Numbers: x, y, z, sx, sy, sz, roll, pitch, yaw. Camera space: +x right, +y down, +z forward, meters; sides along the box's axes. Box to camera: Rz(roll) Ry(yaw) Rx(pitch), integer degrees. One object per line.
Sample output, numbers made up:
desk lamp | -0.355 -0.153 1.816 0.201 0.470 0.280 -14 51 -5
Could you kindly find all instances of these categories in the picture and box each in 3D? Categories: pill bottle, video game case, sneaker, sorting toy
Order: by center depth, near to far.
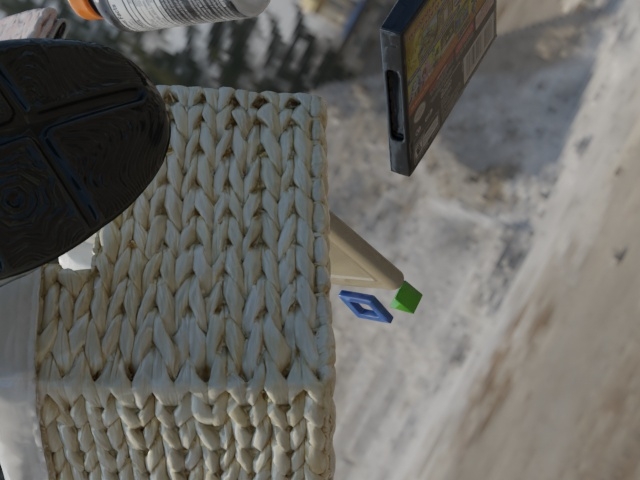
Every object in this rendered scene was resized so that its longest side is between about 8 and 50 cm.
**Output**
sneaker | -0.323 0.016 1.153 0.447 0.169 0.257 -30 -7 -19
pill bottle | -0.186 -0.318 1.895 0.130 0.246 0.130 5 -96 -60
video game case | 0.150 -0.257 1.957 0.275 0.035 0.248 -57 -24 -32
sorting toy | 0.000 0.000 2.148 0.196 0.348 0.047 -3 53 53

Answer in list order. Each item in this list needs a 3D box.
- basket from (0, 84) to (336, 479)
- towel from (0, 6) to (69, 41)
basket | -0.122 0.076 1.337 0.331 0.266 0.328 88 180 -51
towel | -0.525 -0.197 2.422 0.317 0.053 0.331 2 62 59
